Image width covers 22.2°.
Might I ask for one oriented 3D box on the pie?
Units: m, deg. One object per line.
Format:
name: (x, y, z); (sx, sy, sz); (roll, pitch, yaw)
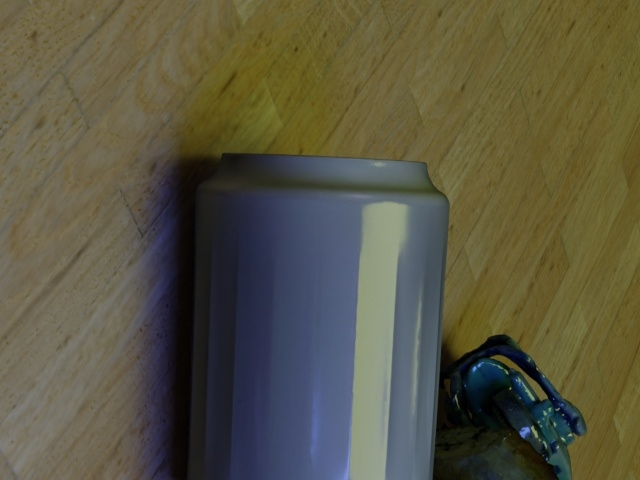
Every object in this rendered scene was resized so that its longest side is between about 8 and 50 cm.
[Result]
pie: (0.218, 0.346, 1.853); (0.103, 0.355, 0.288); (-31, 100, -24)

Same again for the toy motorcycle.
toy motorcycle: (0.237, 0.233, 1.988); (0.154, 0.206, 0.260); (-32, 135, -3)

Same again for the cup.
cup: (-0.001, 0.083, 1.564); (0.323, 0.237, 0.326); (-37, 129, -88)
